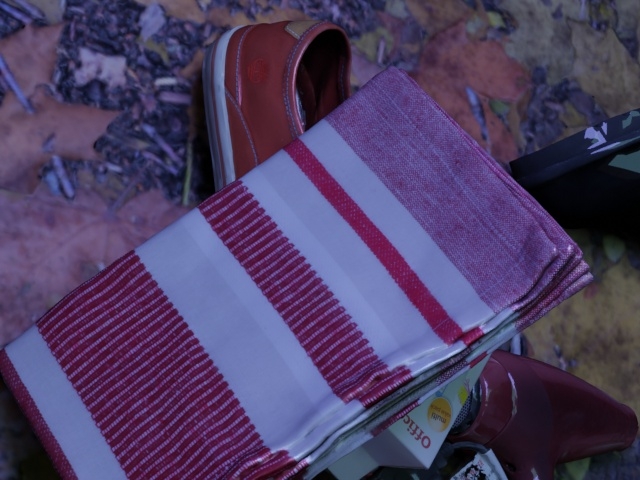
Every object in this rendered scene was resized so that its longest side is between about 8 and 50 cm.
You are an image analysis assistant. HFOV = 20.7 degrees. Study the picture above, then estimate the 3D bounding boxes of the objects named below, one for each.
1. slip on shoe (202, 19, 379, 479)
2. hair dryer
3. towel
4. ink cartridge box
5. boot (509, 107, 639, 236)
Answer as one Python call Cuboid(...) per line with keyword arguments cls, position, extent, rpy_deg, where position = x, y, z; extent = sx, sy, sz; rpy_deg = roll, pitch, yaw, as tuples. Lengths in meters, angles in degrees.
Cuboid(cls="slip on shoe", position=(0.000, 0.000, 1.199), extent=(0.123, 0.101, 0.331), rpy_deg=(9, 67, -57))
Cuboid(cls="hair dryer", position=(0.141, 0.185, 1.234), extent=(0.293, 0.080, 0.224), rpy_deg=(-41, 106, -45))
Cuboid(cls="towel", position=(-0.029, 0.041, 1.065), extent=(0.329, 0.237, 0.037), rpy_deg=(-35, 134, -5))
Cuboid(cls="ink cartridge box", position=(0.038, 0.076, 1.108), extent=(0.092, 0.090, 0.143), rpy_deg=(46, 60, -28))
Cuboid(cls="boot", position=(0.322, 0.021, 1.363), extent=(0.347, 0.131, 0.260), rpy_deg=(-7, 78, -30))
